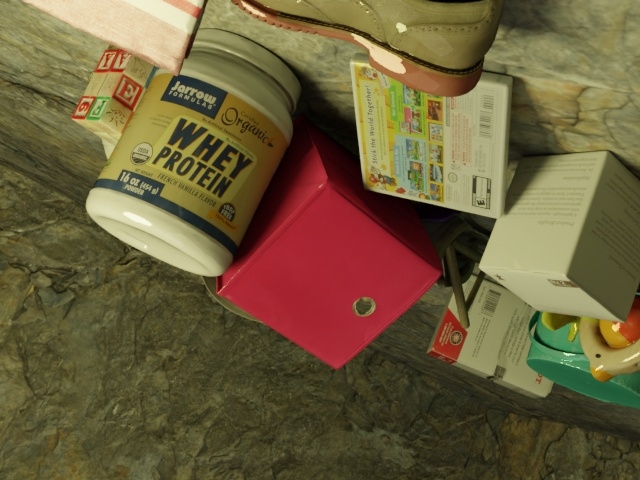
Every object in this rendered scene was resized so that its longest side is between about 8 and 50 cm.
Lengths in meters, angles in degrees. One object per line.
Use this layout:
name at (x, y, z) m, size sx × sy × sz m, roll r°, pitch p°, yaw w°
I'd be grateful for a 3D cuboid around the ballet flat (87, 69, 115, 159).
ballet flat at (-0.322, -0.151, 1.669) m, size 0.164 × 0.182 × 0.483 m, roll 16°, pitch 165°, yaw 32°

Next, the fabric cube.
fabric cube at (0.000, 0.000, 1.331) m, size 0.258 × 0.254 × 0.259 m, roll 37°, pitch -161°, yaw -28°

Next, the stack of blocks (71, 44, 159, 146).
stack of blocks at (-0.242, -0.201, 1.367) m, size 0.087 × 0.171 × 0.297 m, roll 11°, pitch 163°, yaw 43°

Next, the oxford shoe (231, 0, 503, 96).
oxford shoe at (0.023, -0.278, 0.828) m, size 0.348 × 0.123 × 0.130 m, roll 24°, pitch 140°, yaw 3°

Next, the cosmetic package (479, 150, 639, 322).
cosmetic package at (0.345, -0.005, 1.119) m, size 0.151 × 0.183 × 0.151 m, roll 32°, pitch 165°, yaw -31°

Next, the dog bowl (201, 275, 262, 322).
dog bowl at (-0.088, 0.033, 1.809) m, size 0.349 × 0.102 × 0.348 m, roll 1°, pitch 130°, yaw 1°

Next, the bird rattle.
bird rattle at (0.449, 0.093, 1.169) m, size 0.143 × 0.206 × 0.253 m, roll 34°, pitch 130°, yaw -31°

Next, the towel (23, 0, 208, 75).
towel at (-0.188, -0.329, 0.743) m, size 0.237 × 0.037 × 0.329 m, roll 25°, pitch 134°, yaw -8°

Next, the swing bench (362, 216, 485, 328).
swing bench at (0.172, 0.025, 1.588) m, size 0.253 × 0.165 × 0.254 m, roll 15°, pitch 159°, yaw 33°

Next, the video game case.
video game case at (0.146, -0.136, 1.082) m, size 0.206 × 0.026 × 0.227 m, roll 14°, pitch 141°, yaw 21°

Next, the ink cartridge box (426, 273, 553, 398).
ink cartridge box at (0.405, 0.216, 1.845) m, size 0.273 × 0.197 × 0.114 m, roll 22°, pitch 168°, yaw 6°

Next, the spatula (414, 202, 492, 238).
spatula at (0.278, -0.019, 1.371) m, size 0.296 × 0.084 × 0.030 m, roll 23°, pitch 130°, yaw 33°

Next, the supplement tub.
supplement tub at (-0.179, -0.130, 1.216) m, size 0.228 × 0.316 × 0.228 m, roll 23°, pitch 166°, yaw 6°

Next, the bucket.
bucket at (0.537, 0.192, 1.561) m, size 0.281 × 0.183 × 0.281 m, roll 22°, pitch 167°, yaw 6°
